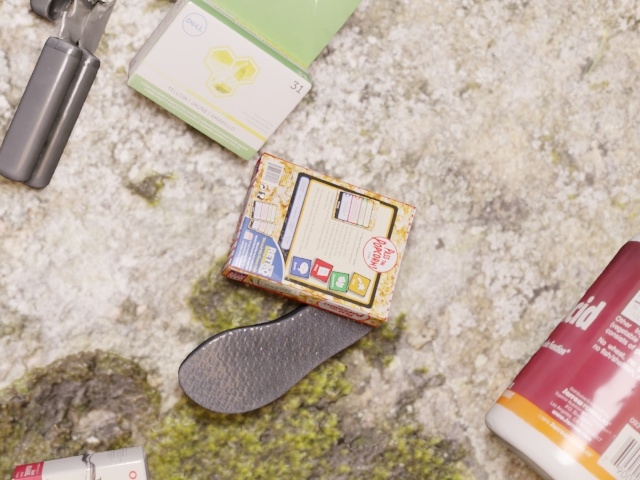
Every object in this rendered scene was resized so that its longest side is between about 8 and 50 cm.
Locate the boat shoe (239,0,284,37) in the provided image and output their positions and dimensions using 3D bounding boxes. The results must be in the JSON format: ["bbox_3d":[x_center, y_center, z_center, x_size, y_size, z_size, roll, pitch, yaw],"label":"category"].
[{"bbox_3d":[-0.149,-0.324,1.319,0.302,0.113,0.103,24,83,-11],"label":"boat shoe"}]

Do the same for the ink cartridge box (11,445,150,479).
[{"bbox_3d":[-0.267,0.305,1.357,0.150,0.063,0.109,-8,94,-9],"label":"ink cartridge box"}]

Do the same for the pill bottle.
[{"bbox_3d":[0.394,0.131,1.380,0.224,0.224,0.392,41,86,-9],"label":"pill bottle"}]

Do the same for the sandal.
[{"bbox_3d":[-0.047,0.127,1.395,0.254,0.054,0.097,-23,97,-19],"label":"sandal"}]

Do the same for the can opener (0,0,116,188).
[{"bbox_3d":[-0.301,-0.203,1.333,0.095,0.076,0.283,23,89,22],"label":"can opener"}]

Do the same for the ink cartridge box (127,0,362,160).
[{"bbox_3d":[-0.077,-0.223,1.303,0.171,0.056,0.235,32,115,-24],"label":"ink cartridge box"}]

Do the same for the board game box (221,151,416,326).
[{"bbox_3d":[0.000,0.000,1.374,0.193,0.045,0.147,20,72,-10],"label":"board game box"}]
